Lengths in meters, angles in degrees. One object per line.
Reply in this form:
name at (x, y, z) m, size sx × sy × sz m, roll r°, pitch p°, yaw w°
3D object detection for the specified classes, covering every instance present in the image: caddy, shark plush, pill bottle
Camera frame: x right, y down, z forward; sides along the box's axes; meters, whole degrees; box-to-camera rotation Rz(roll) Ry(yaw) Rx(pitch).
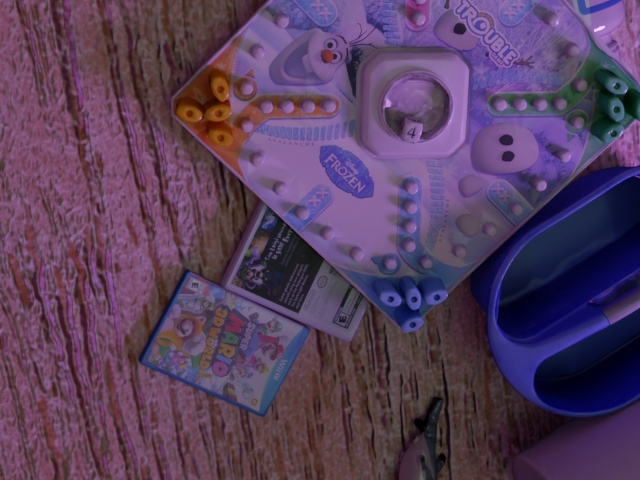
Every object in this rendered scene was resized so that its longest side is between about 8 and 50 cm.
caddy at (0.341, 0.053, 1.540) m, size 0.341 × 0.179 × 0.241 m, roll -32°, pitch 102°, yaw -5°
shark plush at (0.126, 0.275, 1.623) m, size 0.067 × 0.073 × 0.161 m, roll 8°, pitch 78°, yaw -39°
pill bottle at (0.275, -0.291, 1.491) m, size 0.124 × 0.124 × 0.222 m, roll -19°, pitch 108°, yaw -13°

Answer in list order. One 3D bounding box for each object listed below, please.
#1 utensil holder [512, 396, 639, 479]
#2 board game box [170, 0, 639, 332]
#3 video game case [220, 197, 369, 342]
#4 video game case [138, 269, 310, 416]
utensil holder at (0.474, 0.297, 1.581) m, size 0.385 × 0.327 × 0.328 m, roll -29°, pitch 109°, yaw -9°
board game box at (0.105, -0.144, 1.429) m, size 0.390 × 0.050 × 0.390 m, roll -43°, pitch 108°, yaw 10°
video game case at (0.000, 0.000, 1.515) m, size 0.173 × 0.022 × 0.190 m, roll 25°, pitch 90°, yaw -22°
video game case at (-0.109, 0.120, 1.514) m, size 0.166 × 0.015 × 0.119 m, roll 27°, pitch 92°, yaw -22°
